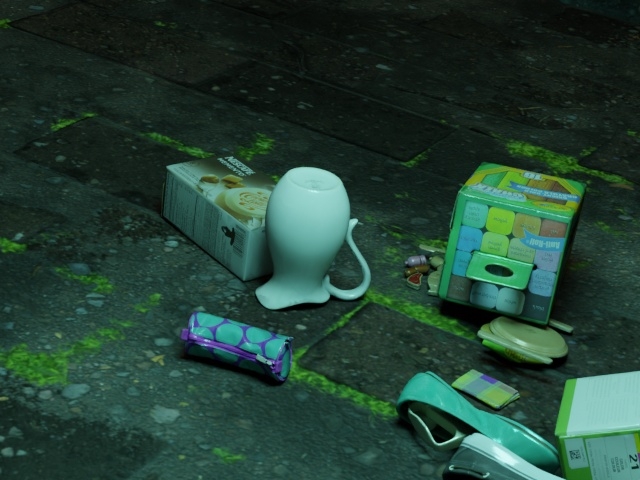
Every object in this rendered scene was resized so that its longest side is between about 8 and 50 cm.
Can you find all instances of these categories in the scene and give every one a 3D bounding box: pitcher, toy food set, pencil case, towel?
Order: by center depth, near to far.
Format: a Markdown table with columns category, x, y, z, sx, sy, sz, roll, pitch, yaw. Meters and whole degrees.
| category | x | y | z | sx | sy | sz | roll | pitch | yaw |
| --- | --- | --- | --- | --- | --- | --- | --- | --- | --- |
| pencil case | -0.114 | 0.147 | 2.003 | 0.151 | 0.064 | 0.070 | 14 | 11 | 14 |
| towel | 0.234 | 0.212 | 2.029 | 0.083 | 0.009 | 0.060 | 25 | 32 | 31 |
| toy food set | 0.305 | 0.151 | 2.147 | 0.132 | 0.038 | 0.192 | 22 | 19 | 16 |
| pitcher | 0.000 | 0.000 | 2.164 | 0.178 | 0.207 | 0.125 | 1 | 28 | -16 |
| toy food set | 0.170 | 0.051 | 2.317 | 0.078 | 0.019 | 0.122 | 15 | 35 | 14 |

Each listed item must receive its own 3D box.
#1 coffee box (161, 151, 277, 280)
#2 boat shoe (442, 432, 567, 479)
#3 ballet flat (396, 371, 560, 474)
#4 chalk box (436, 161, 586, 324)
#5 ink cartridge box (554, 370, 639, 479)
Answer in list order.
| category | x | y | z | sx | sy | sz | roll | pitch | yaw |
| --- | --- | --- | --- | --- | --- | --- | --- | --- | --- |
| coffee box | -0.133 | -0.043 | 2.328 | 0.141 | 0.098 | 0.246 | -13 | 34 | -35 |
| boat shoe | 0.228 | 0.293 | 1.584 | 0.228 | 0.080 | 0.076 | 30 | 63 | 36 |
| ballet flat | 0.196 | 0.259 | 1.871 | 0.247 | 0.083 | 0.087 | 29 | 58 | 36 |
| chalk box | 0.293 | 0.006 | 2.211 | 0.180 | 0.179 | 0.289 | 14 | 18 | 11 |
| ink cartridge box | 0.437 | 0.237 | 1.816 | 0.255 | 0.097 | 0.189 | -8 | 14 | 17 |
